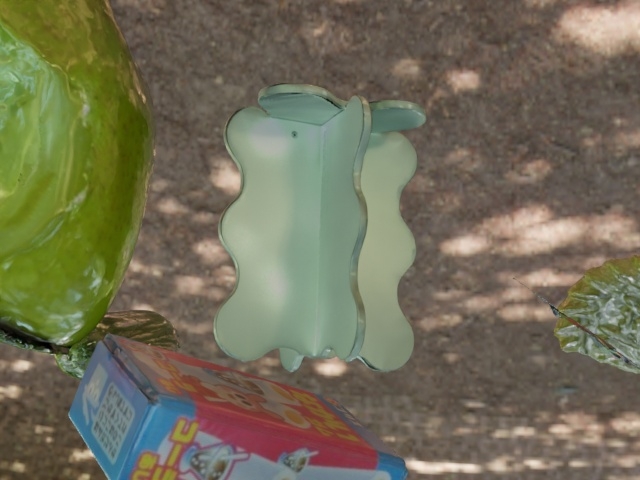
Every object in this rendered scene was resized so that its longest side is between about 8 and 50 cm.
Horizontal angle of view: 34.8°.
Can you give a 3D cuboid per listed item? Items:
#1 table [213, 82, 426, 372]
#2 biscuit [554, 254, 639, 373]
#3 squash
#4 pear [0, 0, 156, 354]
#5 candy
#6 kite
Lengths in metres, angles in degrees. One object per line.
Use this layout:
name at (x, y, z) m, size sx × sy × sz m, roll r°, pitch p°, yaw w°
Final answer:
table at (0.000, 0.000, 0.791) m, size 0.166 × 0.198 × 0.166 m, roll 2°, pitch 168°, yaw 0°
biscuit at (0.435, 0.103, 1.297) m, size 0.273 × 0.036 × 0.187 m, roll 15°, pitch 124°, yaw 24°
squash at (-0.242, 0.131, 1.311) m, size 0.087 × 0.087 × 0.331 m, roll -1°, pitch 176°, yaw 12°
pear at (-0.221, -0.085, 0.682) m, size 0.292 × 0.292 × 0.159 m, roll 10°, pitch 173°, yaw -8°
candy at (-0.078, 0.199, 1.015) m, size 0.306 × 0.100 × 0.157 m, roll 21°, pitch -175°, yaw -34°
kite at (0.234, 0.092, 0.799) m, size 0.160 × 0.010 × 0.183 m, roll 33°, pitch -175°, yaw -23°
